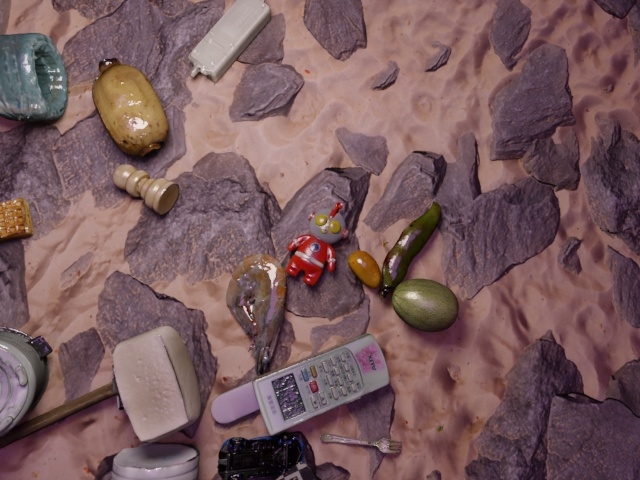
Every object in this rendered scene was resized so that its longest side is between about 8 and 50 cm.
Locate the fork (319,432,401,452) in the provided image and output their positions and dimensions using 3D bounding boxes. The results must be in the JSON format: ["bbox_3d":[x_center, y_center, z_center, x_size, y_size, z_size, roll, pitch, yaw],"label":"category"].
[{"bbox_3d":[0.106,0.519,1.074,0.219,0.028,0.034,10,82,-4],"label":"fork"}]

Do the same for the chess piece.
[{"bbox_3d":[-0.476,-0.148,1.122,0.170,0.094,0.094,28,78,8],"label":"chess piece"}]

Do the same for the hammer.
[{"bbox_3d":[-0.626,0.421,1.016,0.365,0.043,0.111,-24,64,-4],"label":"hammer"}]

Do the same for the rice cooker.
[{"bbox_3d":[-0.759,0.319,0.935,0.280,0.227,0.241,-38,101,-25],"label":"rice cooker"}]

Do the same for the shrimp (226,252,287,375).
[{"bbox_3d":[-0.175,0.190,1.098,0.164,0.062,0.317,2,83,13],"label":"shrimp"}]

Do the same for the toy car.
[{"bbox_3d":[-0.146,0.531,1.032,0.216,0.063,0.103,4,84,-20],"label":"toy car"}]

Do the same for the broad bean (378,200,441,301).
[{"bbox_3d":[0.241,0.022,1.161,0.077,0.061,0.339,36,79,-6],"label":"broad bean"}]

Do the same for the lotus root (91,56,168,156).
[{"bbox_3d":[-0.517,-0.362,1.124,0.160,0.146,0.284,-26,90,-29],"label":"lotus root"}]

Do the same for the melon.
[{"bbox_3d":[0.282,0.172,1.099,0.192,0.139,0.139,19,78,-3],"label":"melon"}]

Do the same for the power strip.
[{"bbox_3d":[-0.271,-0.598,1.232,0.098,0.058,0.338,35,78,1],"label":"power strip"}]

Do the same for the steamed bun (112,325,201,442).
[{"bbox_3d":[-0.382,0.335,0.995,0.146,0.164,0.242,-21,85,-7],"label":"steamed bun"}]

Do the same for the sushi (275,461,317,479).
[{"bbox_3d":[-0.072,0.668,1.022,0.210,0.040,0.193,-34,87,-2],"label":"sushi"}]

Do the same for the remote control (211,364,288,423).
[{"bbox_3d":[-0.163,0.398,1.077,0.244,0.022,0.077,-22,84,-9],"label":"remote control"}]

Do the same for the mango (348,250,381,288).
[{"bbox_3d":[0.122,0.080,1.130,0.060,0.080,0.114,-38,78,-25],"label":"mango"}]

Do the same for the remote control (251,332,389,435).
[{"bbox_3d":[0.006,0.361,1.069,0.343,0.050,0.145,-19,84,-13],"label":"remote control"}]

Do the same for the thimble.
[{"bbox_3d":[-0.769,-0.418,1.081,0.143,0.198,0.235,-4,74,-4],"label":"thimble"}]

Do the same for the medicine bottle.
[{"bbox_3d":[-0.378,0.649,0.925,0.189,0.190,0.333,3,80,-5],"label":"medicine bottle"}]

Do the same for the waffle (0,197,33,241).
[{"bbox_3d":[-0.836,-0.046,1.086,0.147,0.042,0.103,-16,80,-8],"label":"waffle"}]

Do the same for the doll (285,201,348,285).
[{"bbox_3d":[0.000,0.000,1.139,0.142,0.076,0.245,29,83,4],"label":"doll"}]
